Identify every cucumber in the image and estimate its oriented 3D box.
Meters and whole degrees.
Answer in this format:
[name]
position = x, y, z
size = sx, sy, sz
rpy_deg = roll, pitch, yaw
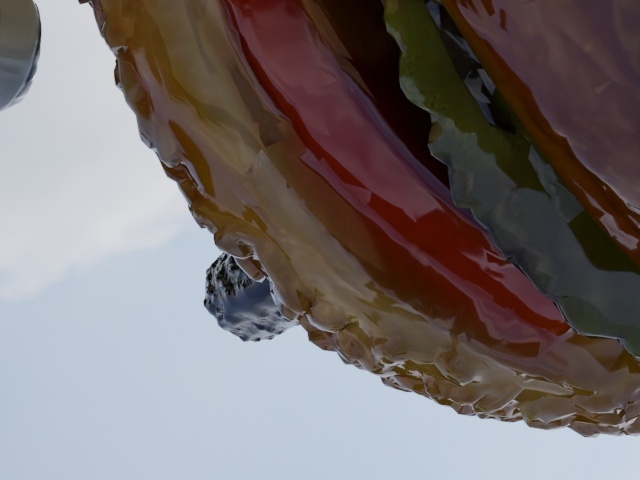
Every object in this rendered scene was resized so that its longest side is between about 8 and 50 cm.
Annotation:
[cucumber]
position = 0.000, 0.000, 1.223
size = 0.072, 0.081, 0.303
rpy_deg = 8, 161, -20

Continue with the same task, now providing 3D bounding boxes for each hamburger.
[hamburger]
position = 0.097, -0.107, 0.538
size = 0.330, 0.330, 0.250
rpy_deg = -26, -171, -39

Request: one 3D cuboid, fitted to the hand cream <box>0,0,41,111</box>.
[hand cream]
position = -0.416, -0.209, 1.601
size = 0.359, 0.118, 0.185
rpy_deg = 17, -152, -33
